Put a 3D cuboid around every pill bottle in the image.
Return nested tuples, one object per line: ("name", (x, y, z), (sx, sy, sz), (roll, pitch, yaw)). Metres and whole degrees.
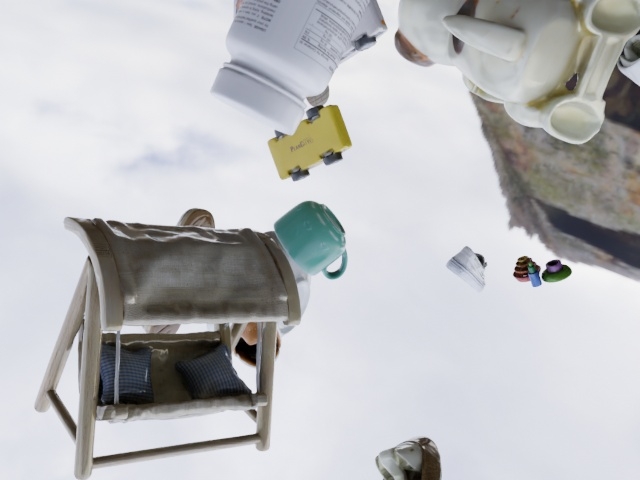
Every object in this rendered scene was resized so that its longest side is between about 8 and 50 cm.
("pill bottle", (-0.036, -0.305, 1.085), (0.160, 0.283, 0.160), (27, -178, -1))

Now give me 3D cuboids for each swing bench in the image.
("swing bench", (-0.173, 0.114, 0.904), (0.253, 0.255, 0.165), (3, -161, -40))

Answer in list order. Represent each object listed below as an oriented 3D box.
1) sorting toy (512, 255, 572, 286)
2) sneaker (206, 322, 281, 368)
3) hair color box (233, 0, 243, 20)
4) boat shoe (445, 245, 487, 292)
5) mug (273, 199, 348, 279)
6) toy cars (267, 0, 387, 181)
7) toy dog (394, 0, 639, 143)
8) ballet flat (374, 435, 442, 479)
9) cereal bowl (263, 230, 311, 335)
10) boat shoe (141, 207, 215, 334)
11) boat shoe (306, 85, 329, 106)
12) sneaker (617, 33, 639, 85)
("sorting toy", (0.367, 0.045, 1.287), (0.102, 0.042, 0.061), (-6, -156, 40))
("sneaker", (-0.123, 0.160, 1.233), (0.105, 0.290, 0.123), (-12, -109, -11))
("hair color box", (-0.162, -0.569, 1.782), (0.072, 0.141, 0.043), (23, -132, 16))
("boat shoe", (0.368, 0.068, 1.832), (0.083, 0.076, 0.226), (42, -174, 22))
("mug", (-0.006, -0.008, 1.460), (0.157, 0.097, 0.129), (34, -158, -57))
("toy cars", (0.020, -0.261, 1.313), (0.087, 0.394, 0.176), (-21, -131, -42))
("toy dog", (0.307, -0.375, 1.407), (0.395, 0.285, 0.408), (-11, -145, -30))
("ballet flat", (0.141, 0.447, 1.348), (0.124, 0.116, 0.342), (50, -149, -20))
("cereal bowl", (-0.126, 0.150, 2.037), (0.141, 0.339, 0.339), (23, -152, 23))
("boat shoe", (-0.358, 0.067, 1.810), (0.123, 0.342, 0.123), (33, -160, 36))
("boat shoe", (-0.021, -0.405, 1.876), (0.064, 0.178, 0.060), (-17, -129, 4))
("sneaker", (0.563, -0.272, 1.218), (0.169, 0.108, 0.292), (48, -154, 5))
